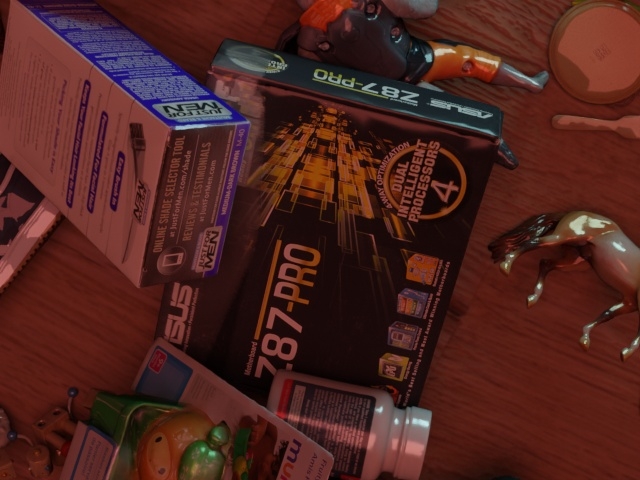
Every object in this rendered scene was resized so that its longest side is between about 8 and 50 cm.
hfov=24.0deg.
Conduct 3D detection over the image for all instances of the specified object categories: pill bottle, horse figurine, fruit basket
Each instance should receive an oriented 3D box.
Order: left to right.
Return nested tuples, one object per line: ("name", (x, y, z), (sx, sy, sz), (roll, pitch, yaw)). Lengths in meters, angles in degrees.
("fruit basket", (-0.149, 0.307, 1.595), (0.165, 0.353, 0.327), (15, 99, -35))
("pill bottle", (0.028, 0.211, 1.677), (0.180, 0.108, 0.108), (11, 96, 3))
("horse figurine", (0.319, 0.038, 1.721), (0.263, 0.066, 0.174), (36, 61, 27))

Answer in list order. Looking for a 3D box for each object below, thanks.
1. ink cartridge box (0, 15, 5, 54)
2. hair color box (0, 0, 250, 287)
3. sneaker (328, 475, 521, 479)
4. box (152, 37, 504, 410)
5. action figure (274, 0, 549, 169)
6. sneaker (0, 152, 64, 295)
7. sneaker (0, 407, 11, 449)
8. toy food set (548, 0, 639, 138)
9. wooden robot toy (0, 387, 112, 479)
("ink cartridge box", (-0.446, -0.290, 1.715), (0.127, 0.128, 0.176), (-10, 95, 3))
("hair color box", (-0.224, -0.115, 1.617), (0.110, 0.339, 0.185), (-8, 124, -37))
("sneaker", (0.013, 0.340, 1.721), (0.483, 0.185, 0.202), (-15, 91, 12))
("box", (0.000, 0.000, 1.680), (0.318, 0.097, 0.395), (16, 120, 1))
("action figure", (0.111, -0.234, 1.671), (0.330, 0.178, 0.341), (37, 110, -20))
("sneaker", (-0.427, 0.010, 1.759), (0.153, 0.099, 0.282), (40, 89, -7))
("sneaker", (-0.484, 0.219, 1.802), (0.235, 0.090, 0.095), (16, 109, 4))
("toy food set", (0.331, -0.219, 1.747), (0.132, 0.038, 0.192), (6, 102, 8))
("wooden robot toy", (-0.313, 0.250, 1.792), (0.076, 0.173, 0.079), (31, 142, 33))
